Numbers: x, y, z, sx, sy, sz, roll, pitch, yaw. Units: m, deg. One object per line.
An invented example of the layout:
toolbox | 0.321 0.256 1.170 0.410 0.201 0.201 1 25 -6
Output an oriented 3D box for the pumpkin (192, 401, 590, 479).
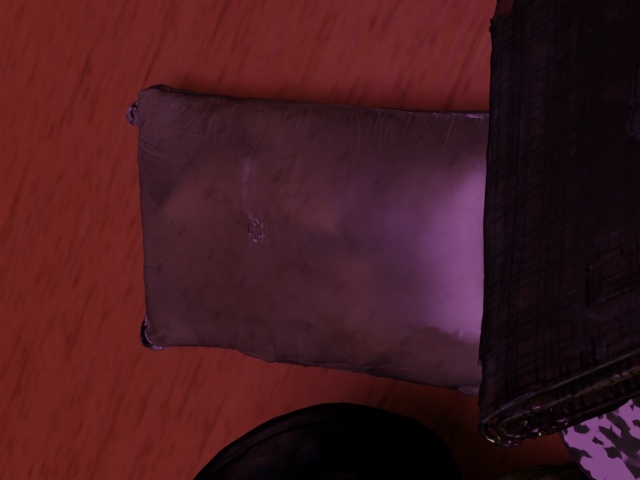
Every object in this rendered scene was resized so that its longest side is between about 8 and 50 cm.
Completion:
pumpkin | 0.057 0.216 0.948 0.296 0.296 0.296 6 104 27

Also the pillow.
pillow | 0.000 0.000 1.029 0.302 0.075 0.185 7 103 30

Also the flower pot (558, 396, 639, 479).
flower pot | 0.222 0.061 0.881 0.269 0.166 0.269 7 105 28

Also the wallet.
wallet | 0.154 -0.052 0.835 0.169 0.317 0.044 -26 127 32
